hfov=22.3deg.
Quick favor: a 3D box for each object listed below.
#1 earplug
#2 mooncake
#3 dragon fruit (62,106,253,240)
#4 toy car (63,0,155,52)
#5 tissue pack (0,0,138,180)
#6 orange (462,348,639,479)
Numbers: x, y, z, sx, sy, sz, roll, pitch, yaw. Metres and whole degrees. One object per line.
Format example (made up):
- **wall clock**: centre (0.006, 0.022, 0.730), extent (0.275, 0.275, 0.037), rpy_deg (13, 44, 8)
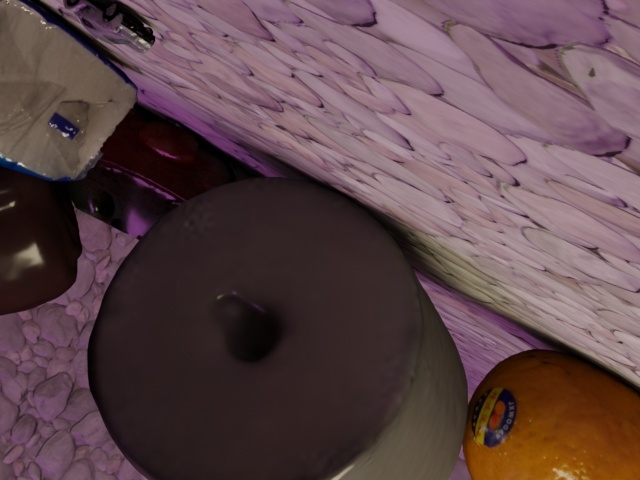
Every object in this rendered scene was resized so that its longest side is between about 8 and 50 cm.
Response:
- **earplug**: centre (-0.016, 0.150, 1.616), extent (0.313, 0.312, 0.394), rpy_deg (29, 169, 23)
- **mooncake**: centre (-0.387, -0.091, 1.855), extent (0.326, 0.174, 0.333), rpy_deg (-115, 11, -57)
- **dragon fruit**: centre (-0.182, -0.064, 1.813), extent (0.268, 0.130, 0.295), rpy_deg (27, 178, -33)
- **toy car**: centre (-0.155, -0.157, 1.168), extent (0.041, 0.025, 0.093), rpy_deg (35, 173, -41)
- **tissue pack**: centre (-0.327, -0.167, 1.468), extent (0.270, 0.137, 0.209), rpy_deg (26, 176, 38)
- **orange**: centre (0.254, 0.216, 1.697), extent (0.219, 0.193, 0.219), rpy_deg (14, -178, 0)
